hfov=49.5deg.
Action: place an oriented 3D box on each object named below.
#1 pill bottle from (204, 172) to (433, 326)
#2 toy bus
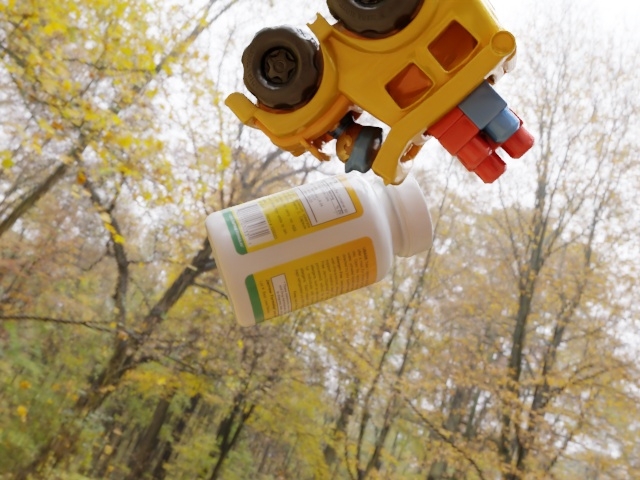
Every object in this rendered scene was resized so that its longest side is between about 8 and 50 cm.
[{"bbox_3d":[0.000,0.000,0.693,0.208,0.118,0.118,-19,-24,-10],"label":"pill bottle"},{"bbox_3d":[0.065,-0.120,0.581,0.211,0.220,0.149,51,16,4],"label":"toy bus"}]
